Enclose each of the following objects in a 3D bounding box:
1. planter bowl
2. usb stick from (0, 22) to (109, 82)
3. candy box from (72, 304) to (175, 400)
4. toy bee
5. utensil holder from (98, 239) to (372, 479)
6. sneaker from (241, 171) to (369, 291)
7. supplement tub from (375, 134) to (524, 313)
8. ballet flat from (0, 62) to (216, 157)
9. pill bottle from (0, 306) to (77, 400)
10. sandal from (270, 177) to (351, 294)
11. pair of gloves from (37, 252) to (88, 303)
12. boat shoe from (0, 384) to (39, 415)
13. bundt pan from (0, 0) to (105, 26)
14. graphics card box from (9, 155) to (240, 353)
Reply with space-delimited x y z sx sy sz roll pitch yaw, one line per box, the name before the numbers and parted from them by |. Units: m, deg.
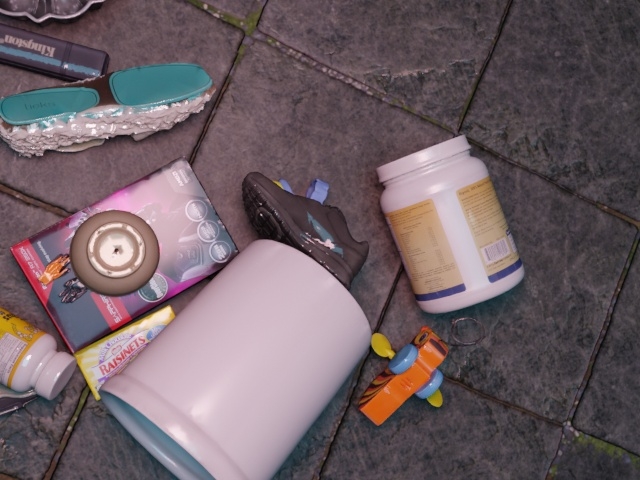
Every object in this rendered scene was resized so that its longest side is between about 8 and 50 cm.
planter bowl | -0.363 0.020 1.362 0.162 0.109 0.162 1 86 -17
usb stick | -0.547 -0.361 1.467 0.278 0.045 0.077 13 86 -12
candy box | -0.365 0.218 1.496 0.206 0.027 0.105 -27 91 -13
toy bee | 0.210 0.255 1.586 0.298 0.162 0.195 -22 102 11
utensil holder | -0.137 0.233 1.363 0.327 0.328 0.385 46 64 -8
sneaker | -0.028 -0.032 1.448 0.286 0.109 0.130 45 62 -9
supplement tub | 0.256 -0.034 1.552 0.228 0.228 0.316 -21 93 -13
ballet flat | -0.404 -0.244 1.460 0.409 0.147 0.146 -11 90 -12
pill bottle | -0.556 0.202 1.385 0.208 0.117 0.117 28 81 2
sandal | 0.000 0.000 1.548 0.138 0.126 0.317 -28 96 -17
pair of gloves | -0.462 0.069 1.393 0.083 0.010 0.074 46 77 -9
boat shoe | -0.589 0.292 1.434 0.206 0.075 0.065 -16 135 -19
bundt pan | -0.524 -0.556 1.440 0.331 0.124 0.330 0 89 -13
graphics card box | -0.367 0.025 1.470 0.371 0.094 0.232 -30 94 -14
